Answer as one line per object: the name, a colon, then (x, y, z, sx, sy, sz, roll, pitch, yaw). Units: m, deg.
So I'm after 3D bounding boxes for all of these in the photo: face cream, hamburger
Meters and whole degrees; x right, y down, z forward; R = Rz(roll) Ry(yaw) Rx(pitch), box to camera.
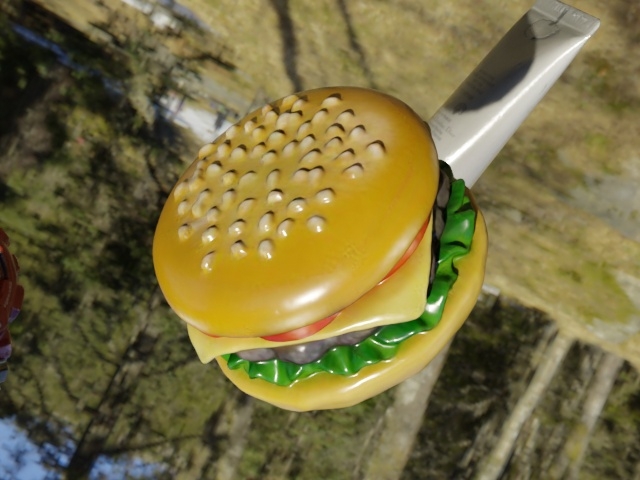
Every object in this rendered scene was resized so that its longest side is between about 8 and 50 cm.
face cream: (0.184, -0.146, 1.115, 0.089, 0.314, 0.143, 31, -166, -26)
hamburger: (0.000, 0.000, 0.471, 0.162, 0.162, 0.115, 23, 155, 44)

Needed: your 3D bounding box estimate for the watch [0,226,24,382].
watch: (-0.291, 0.051, 0.662, 0.102, 0.164, 0.268, -14, -178, -38)
